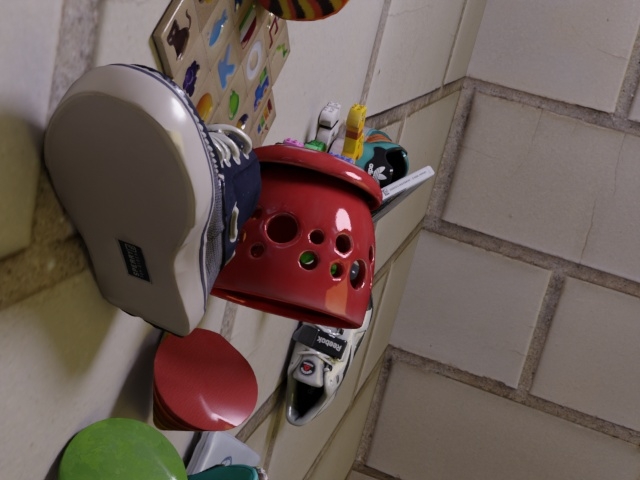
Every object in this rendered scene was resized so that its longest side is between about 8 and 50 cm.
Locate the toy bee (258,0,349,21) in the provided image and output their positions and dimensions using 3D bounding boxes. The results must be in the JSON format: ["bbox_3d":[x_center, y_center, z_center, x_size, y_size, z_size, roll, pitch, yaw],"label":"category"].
[{"bbox_3d":[0.046,-0.312,0.839,0.195,0.162,0.298,-59,174,-26],"label":"toy bee"}]

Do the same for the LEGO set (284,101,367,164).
[{"bbox_3d":[0.019,-0.147,1.303,0.227,0.087,0.093,-56,161,-56],"label":"LEGO set"}]

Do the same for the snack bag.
[{"bbox_3d":[-0.194,0.446,1.335,0.323,0.037,0.342,70,42,-70],"label":"snack bag"}]

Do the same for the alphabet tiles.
[{"bbox_3d":[-0.097,-0.162,0.942,0.342,0.011,0.285,84,27,-63],"label":"alphabet tiles"}]

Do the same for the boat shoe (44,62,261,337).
[{"bbox_3d":[-0.118,-0.061,0.739,0.340,0.127,0.158,106,9,-61],"label":"boat shoe"}]

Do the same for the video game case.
[{"bbox_3d":[0.080,-0.048,1.521,0.173,0.022,0.190,-28,172,-39],"label":"video game case"}]

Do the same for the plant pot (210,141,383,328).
[{"bbox_3d":[-0.025,-0.003,1.026,0.191,0.191,0.174,62,42,-74],"label":"plant pot"}]

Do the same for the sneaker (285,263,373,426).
[{"bbox_3d":[0.009,0.199,1.680,0.146,0.123,0.330,-47,152,-68],"label":"sneaker"}]

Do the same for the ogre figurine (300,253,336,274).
[{"bbox_3d":[0.000,0.000,1.356,0.097,0.118,0.197,32,75,-78],"label":"ogre figurine"}]

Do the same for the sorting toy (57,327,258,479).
[{"bbox_3d":[-0.201,0.242,0.910,0.126,0.127,0.365,-45,-175,43],"label":"sorting toy"}]

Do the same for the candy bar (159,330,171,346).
[{"bbox_3d":[-0.160,0.129,1.064,0.161,0.018,0.040,78,31,-68],"label":"candy bar"}]

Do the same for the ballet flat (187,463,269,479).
[{"bbox_3d":[-0.132,0.284,0.938,0.077,0.241,0.091,57,37,-19],"label":"ballet flat"}]

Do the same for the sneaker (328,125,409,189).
[{"bbox_3d":[0.100,-0.131,1.607,0.302,0.121,0.108,-37,144,-70],"label":"sneaker"}]
